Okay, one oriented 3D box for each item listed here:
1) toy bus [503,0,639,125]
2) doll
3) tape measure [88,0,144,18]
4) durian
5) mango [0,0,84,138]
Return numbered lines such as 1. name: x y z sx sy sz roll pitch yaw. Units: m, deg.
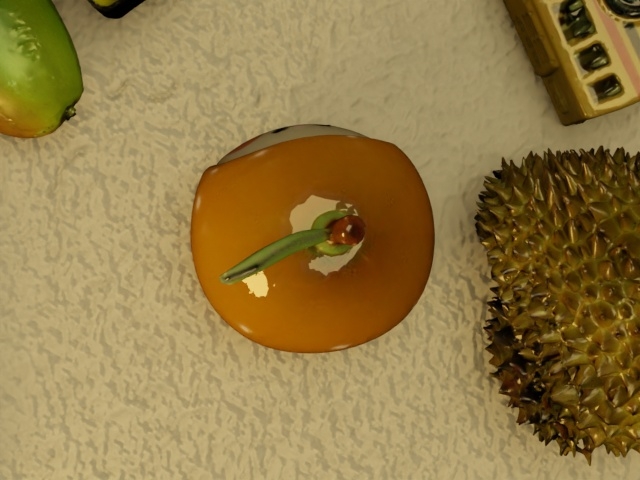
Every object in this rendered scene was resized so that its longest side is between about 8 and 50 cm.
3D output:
1. toy bus: 0.210 -0.272 1.699 0.123 0.121 0.336 -25 92 -4
2. doll: 0.000 0.000 1.581 0.213 0.236 0.213 0 92 -10
3. tape measure: -0.197 -0.276 1.589 0.112 0.199 0.186 -37 97 8
4. durian: 0.247 0.048 1.626 0.258 0.258 0.293 -19 85 -11
5. mango: -0.292 -0.189 1.606 0.125 0.111 0.233 -35 92 -15
